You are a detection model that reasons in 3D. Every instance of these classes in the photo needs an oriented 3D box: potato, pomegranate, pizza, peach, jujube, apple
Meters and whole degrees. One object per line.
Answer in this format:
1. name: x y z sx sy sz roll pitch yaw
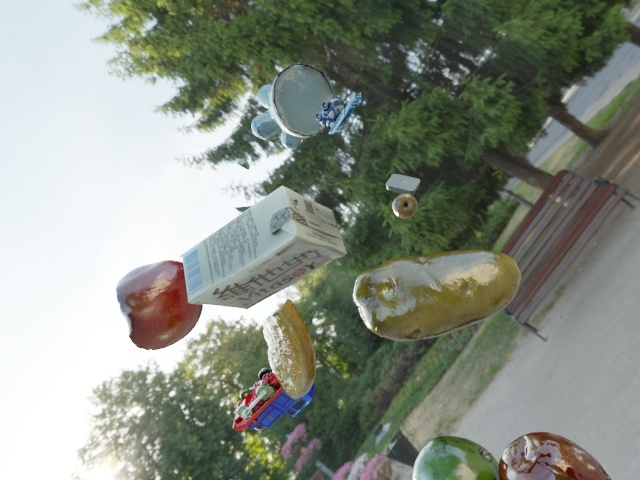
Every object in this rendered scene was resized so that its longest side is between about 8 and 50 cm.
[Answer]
1. potato: 0.260 0.115 0.910 0.368 0.177 0.195 -13 8 12
2. pomegranate: 0.357 0.660 1.061 0.271 0.254 0.254 -51 -14 -2
3. pizza: -0.066 0.238 0.868 0.056 0.134 0.271 -30 -63 -37
4. peach: -0.455 0.172 1.144 0.245 0.248 0.275 -49 8 1
5. jujube: 0.572 0.595 0.927 0.223 0.318 0.223 -45 -2 -2
6. apple: 0.300 -0.123 1.427 0.090 0.089 0.074 -60 -3 17

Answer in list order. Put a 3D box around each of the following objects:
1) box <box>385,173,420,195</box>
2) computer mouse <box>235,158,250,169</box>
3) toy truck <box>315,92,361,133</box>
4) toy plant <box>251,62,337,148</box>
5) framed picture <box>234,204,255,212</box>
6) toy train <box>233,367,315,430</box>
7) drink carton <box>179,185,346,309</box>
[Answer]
1. box: 0.339 -0.228 1.655 0.091 0.125 0.031 -53 -31 -36
2. computer mouse: -0.322 -0.322 1.670 0.032 0.055 0.110 -59 29 4
3. toy truck: 0.047 -0.352 1.068 0.063 0.074 0.136 -31 -15 -41
4. toy plant: -0.119 -0.452 1.421 0.247 0.247 0.332 -51 23 -16
5. framed picture: -0.185 -0.115 1.453 0.274 0.216 0.017 -154 58 -88
6. toy train: -0.120 0.397 1.003 0.204 0.131 0.083 -48 19 20
7. drink carton: -0.131 0.035 0.895 0.324 0.132 0.194 -31 -26 25
